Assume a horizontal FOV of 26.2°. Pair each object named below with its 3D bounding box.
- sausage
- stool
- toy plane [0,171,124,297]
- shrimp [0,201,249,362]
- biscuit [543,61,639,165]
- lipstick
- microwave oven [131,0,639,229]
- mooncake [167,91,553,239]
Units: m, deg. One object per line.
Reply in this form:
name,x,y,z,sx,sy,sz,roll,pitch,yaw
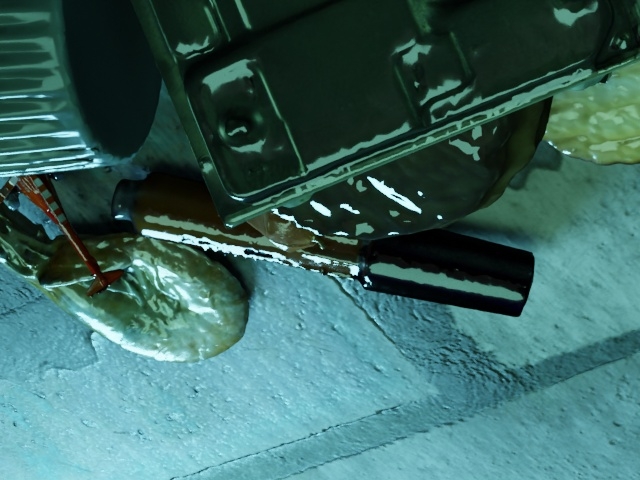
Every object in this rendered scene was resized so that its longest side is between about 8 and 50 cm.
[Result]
sausage,-0.048,-0.040,1.256,0.065,0.169,0.065,-12,120,-23
stool,-0.319,-0.179,1.124,0.330,0.297,0.297,0,134,11
toy plane,-0.264,-0.044,1.372,0.194,0.126,0.077,37,171,-15
shrimp,-0.217,0.031,1.455,0.317,0.077,0.168,30,125,-19
biscuit,0.265,-0.124,1.155,0.118,0.061,0.183,36,135,-22
lipstick,0.000,0.000,1.348,0.418,0.077,0.077,12,136,7
microwave oven,0.025,-0.252,0.821,0.333,0.247,0.394,-22,94,16
mooncake,0.037,-0.153,1.107,0.324,0.187,0.324,10,137,10
